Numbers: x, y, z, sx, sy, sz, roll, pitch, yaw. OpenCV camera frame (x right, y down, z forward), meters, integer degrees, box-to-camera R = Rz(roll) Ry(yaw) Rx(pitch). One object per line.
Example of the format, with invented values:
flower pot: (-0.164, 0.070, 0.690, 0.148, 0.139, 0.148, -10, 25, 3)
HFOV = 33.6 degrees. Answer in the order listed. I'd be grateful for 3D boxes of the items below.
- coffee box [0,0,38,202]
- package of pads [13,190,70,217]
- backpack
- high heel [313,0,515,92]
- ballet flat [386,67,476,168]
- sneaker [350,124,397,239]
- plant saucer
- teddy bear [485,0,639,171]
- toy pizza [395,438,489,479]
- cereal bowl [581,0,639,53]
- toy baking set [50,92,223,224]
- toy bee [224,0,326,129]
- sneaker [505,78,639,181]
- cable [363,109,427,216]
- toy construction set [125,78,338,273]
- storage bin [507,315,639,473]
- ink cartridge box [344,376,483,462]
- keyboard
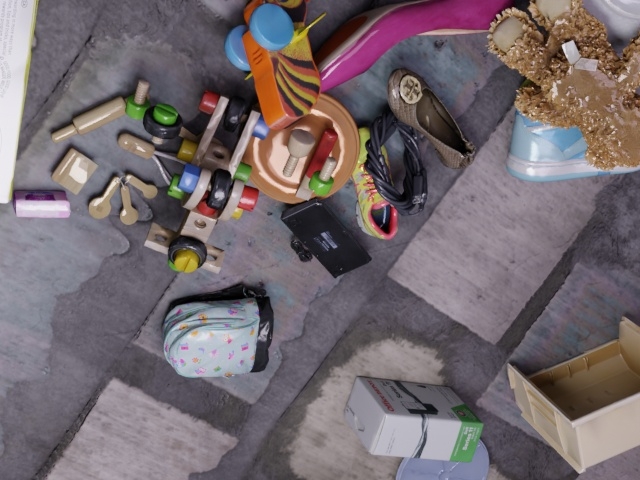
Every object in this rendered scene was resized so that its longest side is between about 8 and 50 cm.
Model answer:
coffee box: (-0.546, -0.266, 1.336, 0.334, 0.337, 0.338, 5, 109, -22)
package of pads: (-0.429, -0.056, 1.630, 0.083, 0.050, 0.032, 0, 111, -21)
backpack: (-0.174, 0.160, 1.777, 0.182, 0.115, 0.152, 1, 114, -17)
high heel: (0.150, -0.310, 1.689, 0.377, 0.127, 0.181, -39, 111, -4)
ballet flat: (0.191, -0.198, 1.761, 0.250, 0.058, 0.084, 45, 68, -41)
sneaker: (0.094, -0.094, 1.781, 0.081, 0.094, 0.208, -21, 116, -9)
plant saucer: (-0.034, -0.148, 1.714, 0.200, 0.037, 0.200, -1, 116, -2)
teddy bear: (0.420, -0.268, 1.695, 0.338, 0.113, 0.245, 31, 116, -5)
toy pizza: (0.239, 0.458, 2.097, 0.201, 0.032, 0.201, -7, 114, -16)
cereal bowl: (0.512, -0.449, 1.678, 0.339, 0.141, 0.339, 5, 117, 10)
toy baking set: (-0.292, -0.136, 1.662, 0.256, 0.030, 0.197, -31, 121, -6)
toy bee: (-0.057, -0.325, 1.595, 0.162, 0.195, 0.298, -22, 108, -38)
sneaker: (0.480, -0.225, 1.851, 0.319, 0.127, 0.208, -11, 116, -17)
cable: (0.121, -0.136, 1.749, 0.150, 0.047, 0.184, 21, 62, -45)
toy construction set: (-0.140, -0.073, 1.633, 0.309, 0.257, 0.237, 0, 134, -29)
storage bin: (0.528, 0.280, 1.999, 0.262, 0.260, 0.123, -21, 116, -11)
ink cartridge box: (0.168, 0.329, 1.949, 0.208, 0.153, 0.087, 9, 107, -24)
keyboard: (0.000, 0.000, 1.804, 0.108, 0.023, 0.180, -25, 131, 20)
